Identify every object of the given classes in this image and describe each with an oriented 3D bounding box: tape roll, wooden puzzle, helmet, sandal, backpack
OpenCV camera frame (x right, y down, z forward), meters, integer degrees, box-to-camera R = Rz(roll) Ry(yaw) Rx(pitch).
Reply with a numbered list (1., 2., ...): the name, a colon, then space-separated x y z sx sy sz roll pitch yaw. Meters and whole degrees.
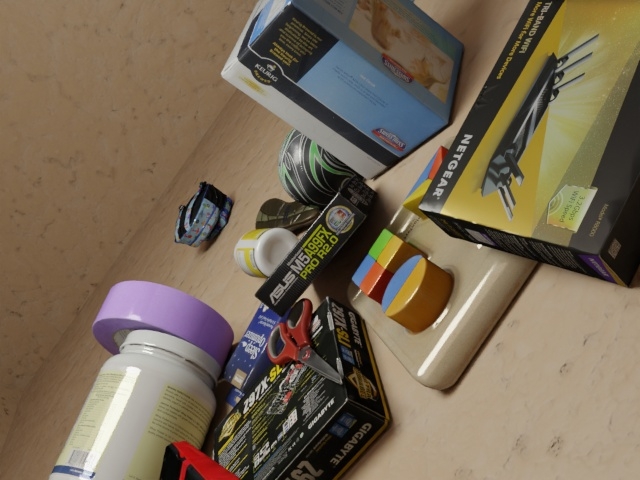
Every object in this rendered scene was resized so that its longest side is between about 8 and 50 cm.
1. tape roll: -0.320 0.193 1.600 0.275 0.275 0.090 -31 34 50
2. wooden puzzle: 0.161 -0.002 1.074 0.322 0.081 0.348 -56 21 4
3. helmet: -0.005 -0.151 1.538 0.169 0.162 0.169 -46 24 27
4. sandal: -0.064 -0.049 1.687 0.219 0.060 0.090 -10 56 45
5. backpack: -0.338 -0.055 2.211 0.158 0.117 0.173 -42 25 35

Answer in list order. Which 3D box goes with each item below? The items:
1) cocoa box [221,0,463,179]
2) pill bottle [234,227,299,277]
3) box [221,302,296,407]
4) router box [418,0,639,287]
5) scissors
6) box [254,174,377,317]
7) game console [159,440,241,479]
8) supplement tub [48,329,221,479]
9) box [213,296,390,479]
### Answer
1. cocoa box: 0.048 -0.324 1.402 0.228 0.347 0.231 -34 30 46
2. pill bottle: -0.116 0.027 1.620 0.103 0.103 0.184 -63 21 -12
3. box: -0.120 0.209 1.471 0.225 0.037 0.136 -63 21 -9
4. router box: 0.283 -0.125 0.871 0.243 0.081 0.308 19 77 48
5. scissors: -0.026 0.171 1.125 0.109 0.021 0.297 -52 21 8
6. box: 0.000 0.000 1.326 0.216 0.060 0.270 -51 1 14
7. game console: -0.196 0.497 1.083 0.342 0.060 0.386 170 112 -69
8. supplement tub: -0.334 0.356 1.459 0.235 0.235 0.324 -29 35 52
9. box: -0.044 0.276 1.150 0.322 0.079 0.257 -51 20 18
